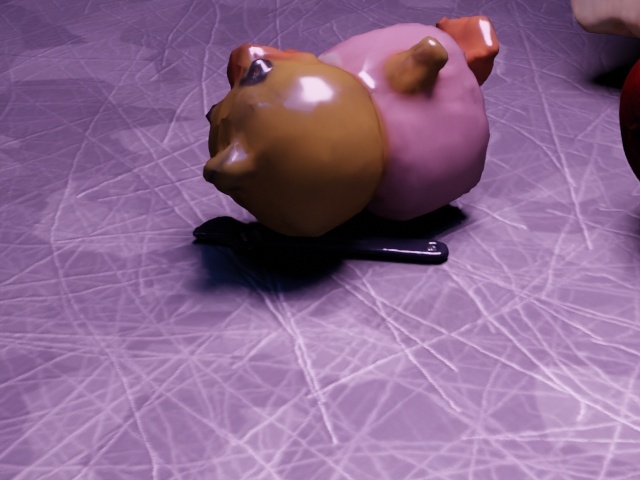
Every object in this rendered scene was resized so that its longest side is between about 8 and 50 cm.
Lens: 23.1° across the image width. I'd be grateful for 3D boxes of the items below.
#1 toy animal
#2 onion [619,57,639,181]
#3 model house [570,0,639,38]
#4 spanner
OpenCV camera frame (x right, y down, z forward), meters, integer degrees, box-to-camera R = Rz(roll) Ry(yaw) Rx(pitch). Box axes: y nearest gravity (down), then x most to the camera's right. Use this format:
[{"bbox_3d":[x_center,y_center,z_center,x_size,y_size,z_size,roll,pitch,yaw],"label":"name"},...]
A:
[{"bbox_3d":[0.018,-0.086,1.269,0.281,0.195,0.169,-10,66,-37],"label":"toy animal"},{"bbox_3d":[0.375,-0.112,1.225,0.221,0.281,0.281,21,12,-42],"label":"onion"},{"bbox_3d":[0.443,-0.376,1.510,0.342,0.382,0.334,-9,18,-44],"label":"model house"},{"bbox_3d":[0.000,0.000,1.268,0.208,0.012,0.046,4,29,5],"label":"spanner"}]
